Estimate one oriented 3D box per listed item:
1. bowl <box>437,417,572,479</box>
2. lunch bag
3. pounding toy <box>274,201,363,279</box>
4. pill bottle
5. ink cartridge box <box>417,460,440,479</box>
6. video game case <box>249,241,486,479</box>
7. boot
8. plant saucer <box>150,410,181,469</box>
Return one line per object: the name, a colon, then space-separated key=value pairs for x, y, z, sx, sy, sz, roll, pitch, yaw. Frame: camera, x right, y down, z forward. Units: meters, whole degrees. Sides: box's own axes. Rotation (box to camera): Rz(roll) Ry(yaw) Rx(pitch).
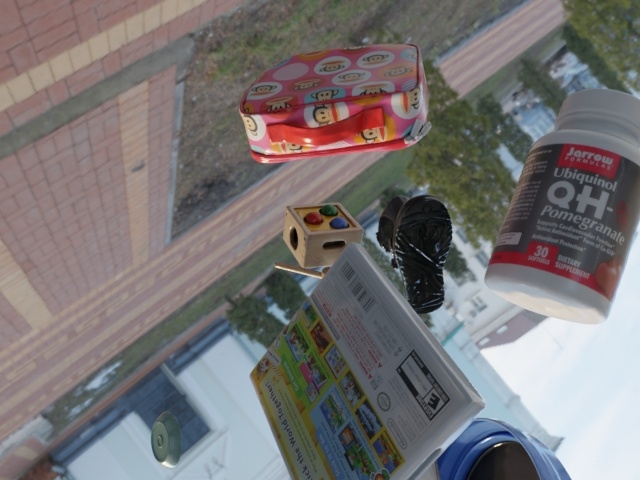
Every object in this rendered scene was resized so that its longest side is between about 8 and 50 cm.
bowl: x=0.276 y=0.486 z=0.903 sx=0.391 sy=0.077 sz=0.390 roll=-167 pitch=-90 yaw=-75
lunch bag: x=0.025 y=-0.217 z=0.908 sx=0.293 sy=0.120 sz=0.258 roll=-4 pitch=-146 yaw=12
pounding toy: x=-0.006 y=0.004 z=1.160 sx=0.181 sy=0.206 sz=0.094 roll=-6 pitch=122 yaw=-23
pill bottle: x=0.376 y=-0.052 z=0.840 sx=0.176 sy=0.176 sz=0.318 roll=120 pitch=-8 yaw=-80
ink cartridge box: x=0.078 y=0.222 z=0.753 sx=0.117 sy=0.207 sz=0.283 roll=-13 pitch=145 yaw=9
video game case: x=0.025 y=0.144 z=0.557 sx=0.026 sy=0.227 sz=0.206 roll=23 pitch=111 yaw=-39
boot: x=0.153 y=-0.021 z=0.998 sx=0.094 sy=0.246 sz=0.207 roll=-13 pitch=-141 yaw=-2
plant saucer: x=-0.333 y=0.426 z=1.211 sx=0.021 sy=0.119 sz=0.119 roll=5 pitch=144 yaw=-42
